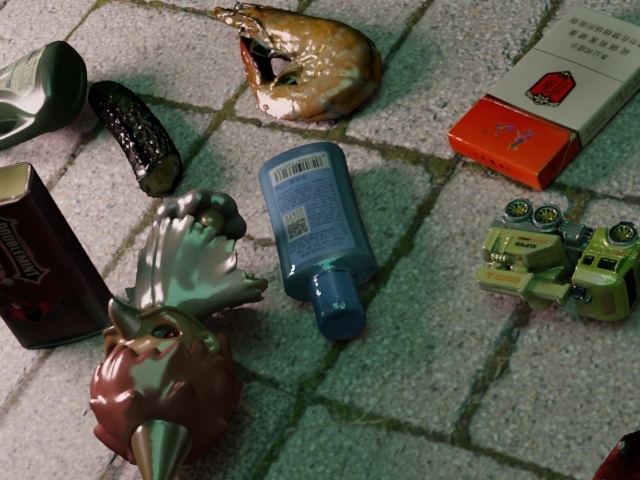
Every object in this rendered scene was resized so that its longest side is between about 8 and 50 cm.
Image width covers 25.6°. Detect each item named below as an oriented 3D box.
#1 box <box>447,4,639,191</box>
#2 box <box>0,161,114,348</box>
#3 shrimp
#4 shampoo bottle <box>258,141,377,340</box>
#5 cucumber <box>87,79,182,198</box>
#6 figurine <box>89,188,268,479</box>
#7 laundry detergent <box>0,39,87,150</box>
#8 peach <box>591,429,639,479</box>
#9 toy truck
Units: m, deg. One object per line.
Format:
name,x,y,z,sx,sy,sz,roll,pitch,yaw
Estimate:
box,0.271,-0.166,1.594,0.245,0.035,0.139,-43,49,-19
box,-0.319,0.019,1.526,0.120,0.224,0.069,-11,45,10
shrimp,-0.049,-0.225,1.765,0.287,0.063,0.152,25,73,35
shampoo bottle,0.000,0.000,1.530,0.104,0.061,0.258,-18,45,4
cucumber,-0.232,-0.140,1.751,0.067,0.067,0.245,-29,44,-6
figurine,-0.159,0.115,1.418,0.207,0.166,0.387,-19,39,29
laundry detergent,-0.411,-0.171,1.828,0.221,0.078,0.144,-19,47,23
peach,0.361,0.285,0.945,0.406,0.310,0.335,7,6,-4
toy truck,0.236,0.028,1.400,0.169,0.077,0.100,16,54,31
